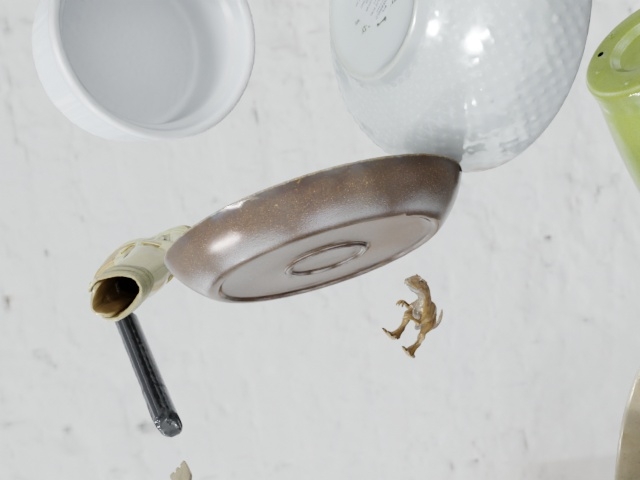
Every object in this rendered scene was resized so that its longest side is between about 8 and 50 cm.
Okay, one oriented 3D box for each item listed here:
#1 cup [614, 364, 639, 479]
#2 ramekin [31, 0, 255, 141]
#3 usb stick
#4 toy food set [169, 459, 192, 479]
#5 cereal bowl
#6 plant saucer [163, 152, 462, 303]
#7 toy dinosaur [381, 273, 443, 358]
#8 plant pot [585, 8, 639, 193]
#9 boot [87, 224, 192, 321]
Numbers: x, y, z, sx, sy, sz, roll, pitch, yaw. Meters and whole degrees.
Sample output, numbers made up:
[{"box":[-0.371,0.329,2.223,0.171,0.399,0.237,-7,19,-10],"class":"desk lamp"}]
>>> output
[{"box":[0.556,0.328,1.568,0.331,0.237,0.330,7,-90,-88],"class":"cup"},{"box":[-0.236,-0.257,1.490,0.135,0.277,0.277,-10,89,58],"class":"ramekin"},{"box":[-0.309,0.236,2.064,0.278,0.045,0.077,58,175,42],"class":"usb stick"},{"box":[-0.197,0.364,1.340,0.038,0.192,0.132,42,-175,-37],"class":"toy food set"},{"box":[0.109,-0.235,1.174,0.339,0.141,0.338,4,95,58],"class":"cereal bowl"},{"box":[0.000,0.000,1.148,0.310,0.311,0.050,94,160,-75],"class":"plant saucer"},{"box":[0.158,0.124,1.763,0.064,0.112,0.211,39,169,25],"class":"toy dinosaur"},{"box":[0.642,-0.217,1.955,0.353,0.366,0.366,43,-165,-25],"class":"plant pot"},{"box":[-0.346,0.074,2.008,0.095,0.262,0.203,61,-144,-12],"class":"boot"}]
